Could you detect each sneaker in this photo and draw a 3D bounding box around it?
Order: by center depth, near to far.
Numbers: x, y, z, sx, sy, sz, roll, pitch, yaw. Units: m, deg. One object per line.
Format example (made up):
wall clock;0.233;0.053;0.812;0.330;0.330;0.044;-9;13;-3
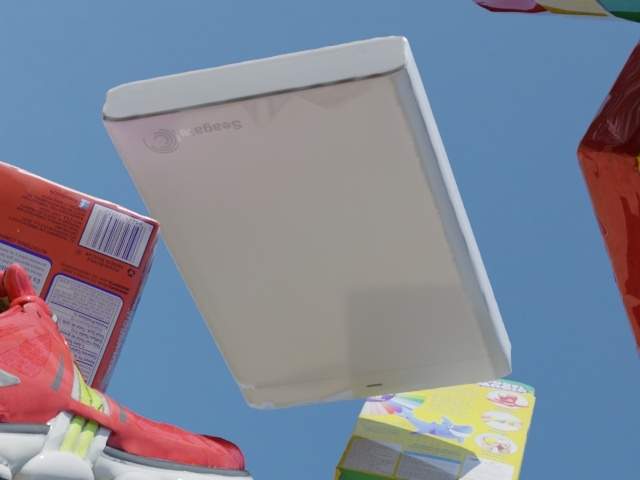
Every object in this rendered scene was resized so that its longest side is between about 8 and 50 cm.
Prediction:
sneaker;-0.122;0.071;0.821;0.107;0.279;0.118;-21;-114;26

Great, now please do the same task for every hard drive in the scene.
hard drive;0.000;0.000;1.287;0.203;0.040;0.307;-9;-44;14

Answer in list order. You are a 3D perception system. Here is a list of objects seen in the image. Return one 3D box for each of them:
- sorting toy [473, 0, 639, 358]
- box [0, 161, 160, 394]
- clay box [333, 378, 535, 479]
sorting toy;0.121;-0.091;0.435;0.089;0.257;0.255;8;-41;34
box;-0.238;0.016;1.125;0.122;0.257;0.128;121;-12;-72
clay box;0.090;0.157;1.408;0.127;0.222;0.053;10;-71;9
